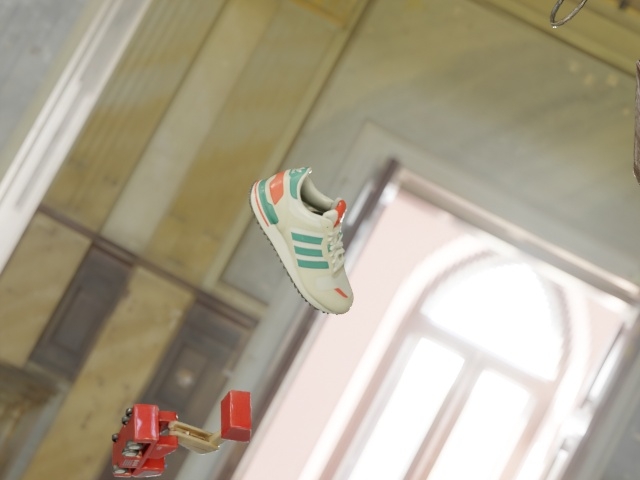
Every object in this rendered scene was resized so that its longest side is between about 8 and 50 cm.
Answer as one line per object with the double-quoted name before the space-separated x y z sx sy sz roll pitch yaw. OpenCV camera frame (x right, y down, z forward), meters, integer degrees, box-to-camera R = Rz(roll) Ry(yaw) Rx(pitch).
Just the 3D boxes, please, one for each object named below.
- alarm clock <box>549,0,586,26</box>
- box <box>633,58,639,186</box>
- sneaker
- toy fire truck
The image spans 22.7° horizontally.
"alarm clock" 0.214 -0.215 1.047 0.064 0.192 0.129 38 6 -21
"box" 0.443 -0.096 1.718 0.203 0.168 0.167 77 -4 -54
"sneaker" 0.000 0.000 1.550 0.161 0.075 0.057 58 29 -15
"toy fire truck" -0.161 0.226 1.841 0.135 0.047 0.192 5 -28 -16
